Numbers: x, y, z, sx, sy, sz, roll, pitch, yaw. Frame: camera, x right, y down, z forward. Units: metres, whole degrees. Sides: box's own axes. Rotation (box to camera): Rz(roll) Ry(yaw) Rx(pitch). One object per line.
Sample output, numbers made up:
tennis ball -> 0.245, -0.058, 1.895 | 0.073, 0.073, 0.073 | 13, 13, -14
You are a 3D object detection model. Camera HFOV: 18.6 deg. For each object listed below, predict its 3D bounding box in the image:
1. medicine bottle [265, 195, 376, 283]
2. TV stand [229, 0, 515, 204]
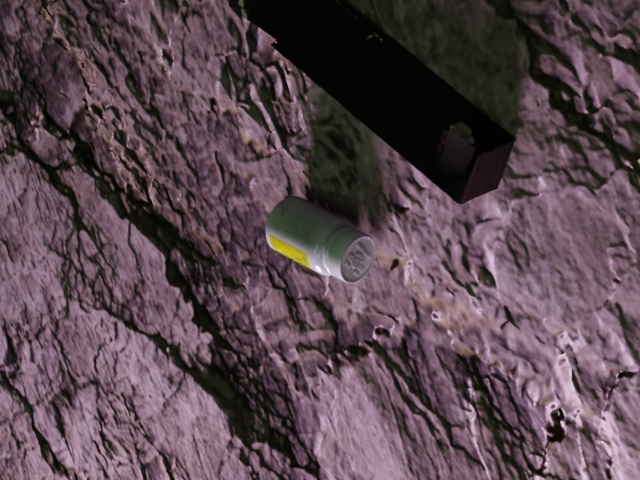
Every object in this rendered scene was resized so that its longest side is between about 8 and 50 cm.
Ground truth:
medicine bottle -> 0.000, 0.000, 1.509 | 0.083, 0.047, 0.047 | 28, 128, 38
TV stand -> 0.032, -0.123, 1.416 | 0.256, 0.040, 0.049 | 42, 135, 27
